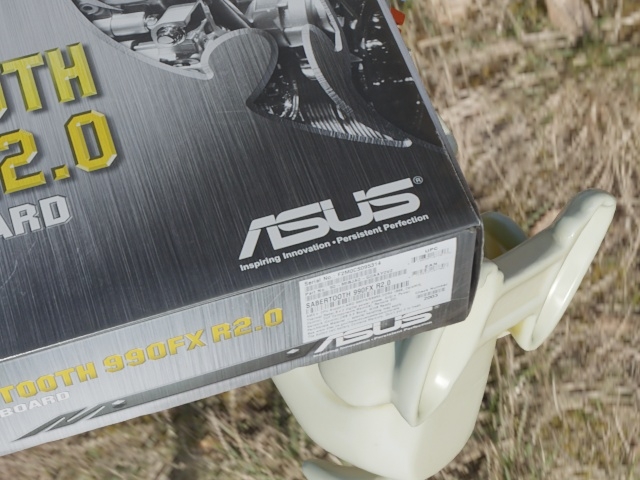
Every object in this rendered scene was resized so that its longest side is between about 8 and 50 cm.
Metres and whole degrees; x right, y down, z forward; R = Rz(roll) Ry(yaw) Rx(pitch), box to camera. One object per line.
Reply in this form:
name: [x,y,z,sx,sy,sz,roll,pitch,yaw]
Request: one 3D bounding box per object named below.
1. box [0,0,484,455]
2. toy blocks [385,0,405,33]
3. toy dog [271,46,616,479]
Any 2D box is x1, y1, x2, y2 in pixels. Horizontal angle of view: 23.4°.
box: [-0.090,-0.031,0.467,0.231,0.056,0.183,-15,59,-8]
toy blocks: [0.058,-0.263,1.631,0.054,0.148,0.123,-29,59,31]
toy dog: [0.000,0.000,1.397,0.408,0.395,0.285,37,45,22]
